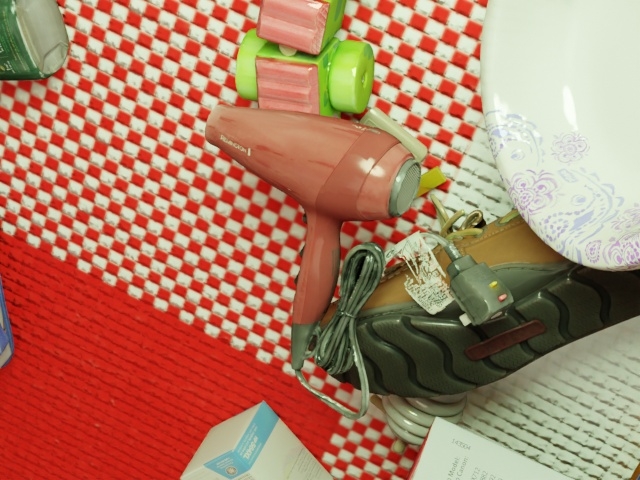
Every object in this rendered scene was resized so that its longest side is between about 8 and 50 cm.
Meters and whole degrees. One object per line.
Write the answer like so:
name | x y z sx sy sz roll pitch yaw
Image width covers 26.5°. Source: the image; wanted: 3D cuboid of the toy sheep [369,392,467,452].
toy sheep | 0.101 0.159 1.354 0.091 0.091 0.132 25 122 6

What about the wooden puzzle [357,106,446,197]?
wooden puzzle | 0.055 -0.080 1.261 0.116 0.014 0.078 44 123 -9

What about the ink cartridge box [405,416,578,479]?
ink cartridge box | 0.124 0.318 1.363 0.271 0.130 0.309 24 146 6

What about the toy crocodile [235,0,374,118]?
toy crocodile | -0.016 -0.191 1.158 0.115 0.105 0.341 14 126 14

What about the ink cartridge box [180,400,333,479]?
ink cartridge box | -0.062 0.268 1.489 0.092 0.090 0.143 -32 105 35

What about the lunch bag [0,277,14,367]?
lunch bag | -0.460 0.042 1.496 0.243 0.115 0.303 6 123 16

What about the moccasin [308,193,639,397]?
moccasin | 0.152 0.033 1.226 0.380 0.147 0.139 -29 121 31

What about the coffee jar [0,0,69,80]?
coffee jar | -0.341 -0.197 1.307 0.184 0.079 0.096 -2 123 23

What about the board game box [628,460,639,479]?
board game box | 0.436 0.328 1.150 0.356 0.356 0.356 24 127 7

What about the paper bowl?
paper bowl | 0.254 -0.125 1.012 0.148 0.284 0.284 -8 131 -26

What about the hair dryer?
hair dryer | 0.000 0.000 1.153 0.223 0.080 0.293 -35 86 27
